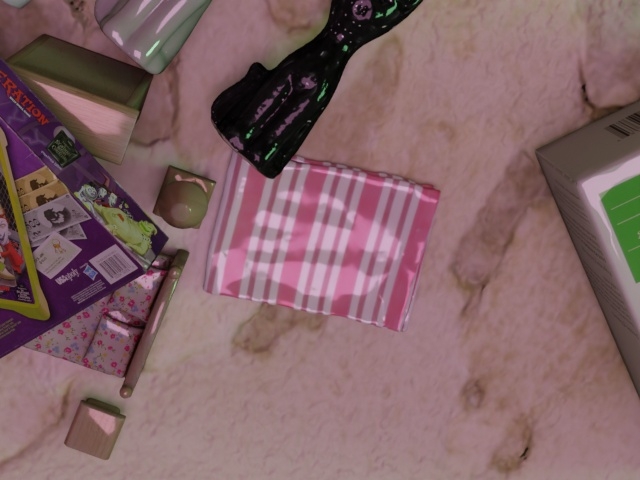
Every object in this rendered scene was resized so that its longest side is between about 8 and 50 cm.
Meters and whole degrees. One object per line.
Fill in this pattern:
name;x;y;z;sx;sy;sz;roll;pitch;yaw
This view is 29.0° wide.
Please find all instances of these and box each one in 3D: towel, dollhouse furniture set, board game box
towel;0.000;0.000;1.128;0.197;0.029;0.144;12;105;-5
dollhouse furniture set;-0.271;0.012;1.049;0.303;0.174;0.356;20;105;-7
board game box;-0.302;0.000;0.999;0.346;0.056;0.208;-27;115;39

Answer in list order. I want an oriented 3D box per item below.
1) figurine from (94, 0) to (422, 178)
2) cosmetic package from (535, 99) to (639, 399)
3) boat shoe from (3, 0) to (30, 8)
figurine;-0.051;-0.199;1.040;0.215;0.092;0.209;41;93;-6
cosmetic package;0.357;0.052;1.090;0.197;0.155;0.366;-27;105;3
boat shoe;-0.302;-0.293;1.003;0.076;0.083;0.226;-41;103;11
